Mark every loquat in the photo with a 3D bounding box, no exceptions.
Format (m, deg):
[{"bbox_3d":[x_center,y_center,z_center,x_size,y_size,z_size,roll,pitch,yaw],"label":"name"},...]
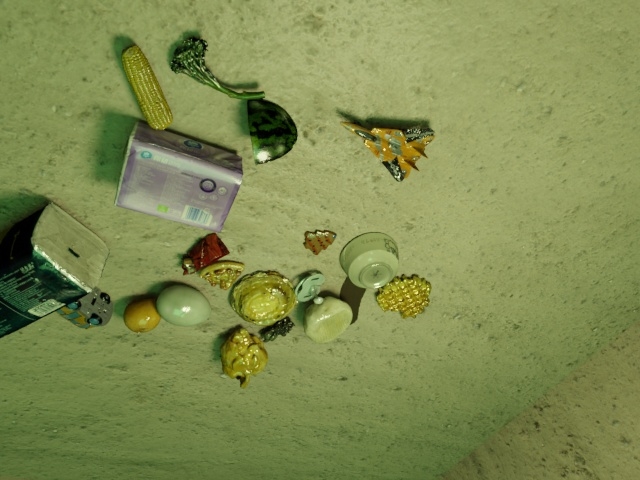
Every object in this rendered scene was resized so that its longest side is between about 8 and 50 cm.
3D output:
[{"bbox_3d":[-0.671,0.284,1.758,0.141,0.141,0.141,-6,129,-7],"label":"loquat"}]

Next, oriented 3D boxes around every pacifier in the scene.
[{"bbox_3d":[-0.032,0.203,1.831,0.126,0.117,0.150,2,130,-39],"label":"pacifier"}]

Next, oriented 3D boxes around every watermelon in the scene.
[{"bbox_3d":[-0.154,-0.312,1.378,0.193,0.145,0.137,28,123,-29],"label":"watermelon"}]

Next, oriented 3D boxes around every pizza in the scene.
[{"bbox_3d":[-0.364,0.135,1.757,0.175,0.046,0.134,-15,130,1],"label":"pizza"}]

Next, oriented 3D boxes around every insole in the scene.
[{"bbox_3d":[0.134,0.250,1.977,0.111,0.007,0.328,-1,128,-9],"label":"insole"}]

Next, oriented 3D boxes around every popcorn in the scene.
[{"bbox_3d":[-0.320,0.496,1.975,0.190,0.191,0.254,-19,141,-37],"label":"popcorn"}]

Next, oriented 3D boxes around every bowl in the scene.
[{"bbox_3d":[0.201,0.099,1.789,0.237,0.126,0.238,-5,129,-6],"label":"bowl"}]

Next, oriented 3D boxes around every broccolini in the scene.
[{"bbox_3d":[-0.271,-0.470,1.278,0.271,0.062,0.123,19,138,-18],"label":"broccolini"}]

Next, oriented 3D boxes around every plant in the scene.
[{"bbox_3d":[-0.190,0.383,1.976,0.174,0.087,0.085,-35,92,21],"label":"plant"}]

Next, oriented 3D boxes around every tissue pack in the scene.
[{"bbox_3d":[-0.431,-0.188,1.411,0.338,0.160,0.242,16,125,-22],"label":"tissue pack"},{"bbox_3d":[-0.941,0.105,1.480,0.416,0.253,0.264,-27,129,11],"label":"tissue pack"}]

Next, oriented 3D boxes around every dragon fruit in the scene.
[{"bbox_3d":[-0.431,0.052,1.680,0.192,0.122,0.092,-31,88,18],"label":"dragon fruit"}]

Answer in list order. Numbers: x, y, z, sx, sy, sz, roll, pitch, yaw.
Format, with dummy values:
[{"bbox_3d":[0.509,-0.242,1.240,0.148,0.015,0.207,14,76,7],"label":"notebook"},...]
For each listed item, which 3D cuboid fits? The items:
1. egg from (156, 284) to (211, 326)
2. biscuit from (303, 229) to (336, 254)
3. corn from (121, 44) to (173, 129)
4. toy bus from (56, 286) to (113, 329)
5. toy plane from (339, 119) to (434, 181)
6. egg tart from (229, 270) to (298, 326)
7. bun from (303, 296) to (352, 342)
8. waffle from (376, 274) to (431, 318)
[{"bbox_3d":[-0.513,0.249,1.751,0.209,0.151,0.151,22,121,-29],"label":"egg"},{"bbox_3d":[0.000,0.000,1.739,0.130,0.019,0.119,-22,129,6],"label":"biscuit"},{"bbox_3d":[-0.479,-0.415,1.273,0.080,0.080,0.231,-16,128,2],"label":"corn"},{"bbox_3d":[-0.874,0.233,1.686,0.136,0.126,0.209,-20,131,16],"label":"toy bus"},{"bbox_3d":[0.195,-0.319,1.478,0.316,0.103,0.204,22,119,-18],"label":"toy plane"},{"bbox_3d":[-0.225,0.248,1.846,0.278,0.095,0.279,-5,128,-6],"label":"egg tart"},{"bbox_3d":[0.021,0.315,1.914,0.231,0.133,0.231,-18,136,-19],"label":"bun"},{"bbox_3d":[0.354,0.248,1.988,0.253,0.056,0.249,-1,128,-13],"label":"waffle"}]
